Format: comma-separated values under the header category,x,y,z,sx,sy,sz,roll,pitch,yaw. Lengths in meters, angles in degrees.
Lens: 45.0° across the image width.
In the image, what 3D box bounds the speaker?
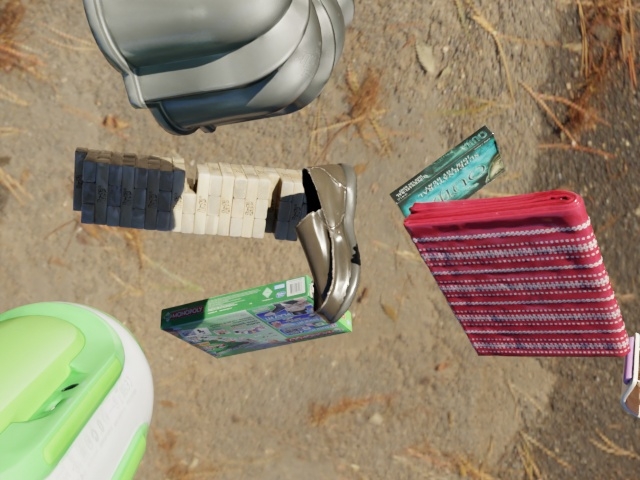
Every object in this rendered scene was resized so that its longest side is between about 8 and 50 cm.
category,x,y,z,sx,sy,sz,roll,pitch,yaw
speaker,-0.162,0.114,0.367,0.131,0.296,0.131,0,98,-1

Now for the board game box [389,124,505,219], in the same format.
category,x,y,z,sx,sy,sz,roll,pitch,yaw
board game box,0.210,-0.094,1.257,0.186,0.026,0.126,-36,148,4

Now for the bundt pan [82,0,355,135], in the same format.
category,x,y,z,sx,sy,sz,roll,pitch,yaw
bundt pan,-0.052,-0.245,0.589,0.124,0.331,0.331,2,117,16

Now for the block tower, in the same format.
category,x,y,z,sx,sy,sz,roll,pitch,yaw
block tower,-0.180,-0.064,1.104,0.335,0.097,0.091,5,106,-13

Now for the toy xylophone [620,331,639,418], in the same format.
category,x,y,z,sx,sy,sz,roll,pitch,yaw
toy xylophone,0.671,0.269,1.391,0.322,0.236,0.081,21,138,-7

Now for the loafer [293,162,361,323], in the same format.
category,x,y,z,sx,sy,sz,roll,pitch,yaw
loafer,0.000,0.000,0.988,0.078,0.220,0.080,9,153,-20

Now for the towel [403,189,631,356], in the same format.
category,x,y,z,sx,sy,sz,roll,pitch,yaw
towel,0.232,0.049,0.891,0.199,0.031,0.275,-4,137,32

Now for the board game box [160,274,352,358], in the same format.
category,x,y,z,sx,sy,sz,roll,pitch,yaw
board game box,-0.124,0.159,1.528,0.317,0.046,0.213,-14,152,20
